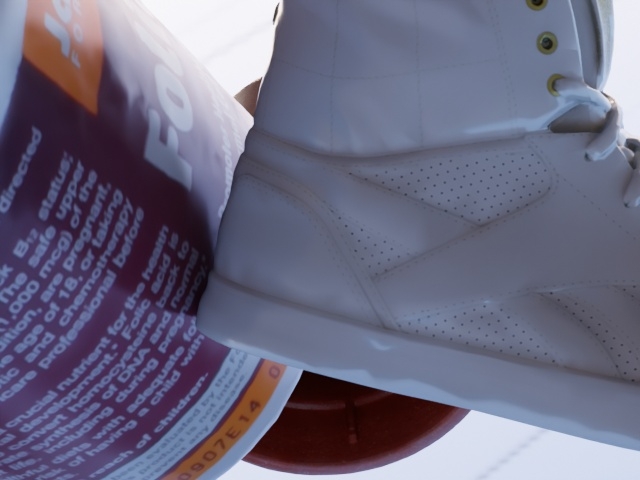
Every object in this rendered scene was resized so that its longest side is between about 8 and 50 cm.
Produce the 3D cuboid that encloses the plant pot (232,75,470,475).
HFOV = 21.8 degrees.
[{"bbox_3d":[0.000,0.000,1.340,0.272,0.272,0.265,-13,-150,6],"label":"plant pot"}]

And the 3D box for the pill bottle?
[{"bbox_3d":[-0.167,-0.034,0.625,0.224,0.392,0.224,-8,-112,19],"label":"pill bottle"}]

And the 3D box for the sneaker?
[{"bbox_3d":[0.109,-0.017,0.603,0.292,0.169,0.108,12,-175,7],"label":"sneaker"}]
